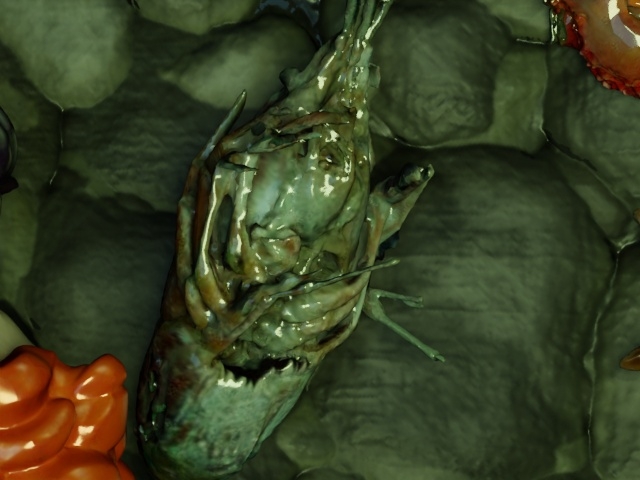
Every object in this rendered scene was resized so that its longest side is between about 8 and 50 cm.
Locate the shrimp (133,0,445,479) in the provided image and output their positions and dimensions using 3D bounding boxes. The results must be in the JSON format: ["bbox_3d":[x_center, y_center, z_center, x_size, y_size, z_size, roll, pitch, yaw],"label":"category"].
[{"bbox_3d":[-0.001,0.002,1.075,0.172,0.137,0.372,21,117,-21],"label":"shrimp"}]

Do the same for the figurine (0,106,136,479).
[{"bbox_3d":[-0.287,0.055,1.132,0.306,0.241,0.411,-18,78,1],"label":"figurine"}]

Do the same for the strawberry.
[{"bbox_3d":[0.195,-0.131,1.025,0.152,0.048,0.104,19,105,20],"label":"strawberry"}]

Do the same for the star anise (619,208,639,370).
[{"bbox_3d":[0.268,0.055,0.989,0.212,0.111,0.196,5,92,26],"label":"star anise"}]
